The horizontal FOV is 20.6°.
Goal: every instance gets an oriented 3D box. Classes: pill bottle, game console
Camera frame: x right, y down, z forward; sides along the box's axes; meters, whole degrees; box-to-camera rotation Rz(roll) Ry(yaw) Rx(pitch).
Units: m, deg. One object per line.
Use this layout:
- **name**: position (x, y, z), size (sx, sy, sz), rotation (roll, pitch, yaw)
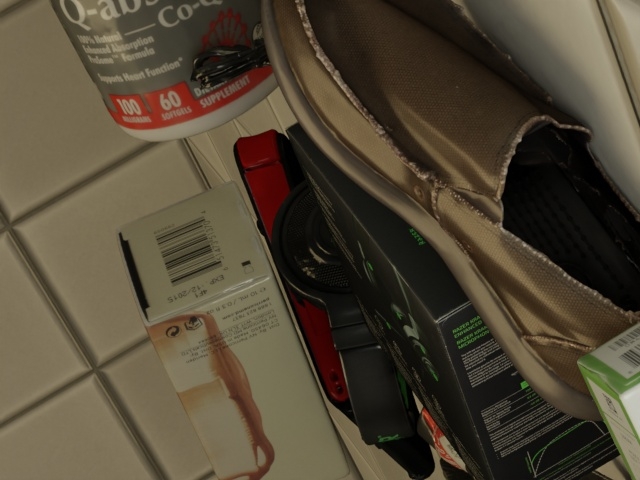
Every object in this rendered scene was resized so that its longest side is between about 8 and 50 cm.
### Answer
- **pill bottle**: position (-0.181, -0.295, 1.710), size (0.363, 0.210, 0.210), rotation (63, 172, -29)
- **game console**: position (0.018, 0.077, 1.963), size (0.386, 0.060, 0.342), rotation (49, -158, -64)

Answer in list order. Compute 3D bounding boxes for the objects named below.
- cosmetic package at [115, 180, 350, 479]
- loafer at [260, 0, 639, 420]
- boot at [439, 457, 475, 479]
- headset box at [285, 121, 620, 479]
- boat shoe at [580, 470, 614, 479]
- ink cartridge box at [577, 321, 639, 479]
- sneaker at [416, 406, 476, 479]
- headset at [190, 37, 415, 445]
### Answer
- **cosmetic package**: position (-0.082, 0.110, 1.696), size (0.153, 0.129, 0.296), rotation (-115, 4, -48)
- **loafer**: position (0.110, -0.063, 1.098), size (0.366, 0.134, 0.130), rotation (49, 148, 7)
- **boot**: position (0.224, 0.378, 2.220), size (0.189, 0.076, 0.208), rotation (-93, -17, -74)
- **headset box**: position (0.109, 0.029, 1.348), size (0.246, 0.131, 0.283), rotation (53, 171, 44)
- **boat shoe**: position (0.261, 0.238, 1.463), size (0.183, 0.066, 0.066), rotation (40, 157, 40)
- **ink cartridge box**: position (0.236, 0.130, 0.966), size (0.209, 0.109, 0.062), rotation (62, 173, -20)
- **sneaker**: position (0.171, 0.157, 1.672), size (0.145, 0.090, 0.270), rotation (40, 155, 22)
- **headset**: position (0.000, 0.000, 1.646), size (0.243, 0.185, 0.394), rotation (-54, -47, -84)
